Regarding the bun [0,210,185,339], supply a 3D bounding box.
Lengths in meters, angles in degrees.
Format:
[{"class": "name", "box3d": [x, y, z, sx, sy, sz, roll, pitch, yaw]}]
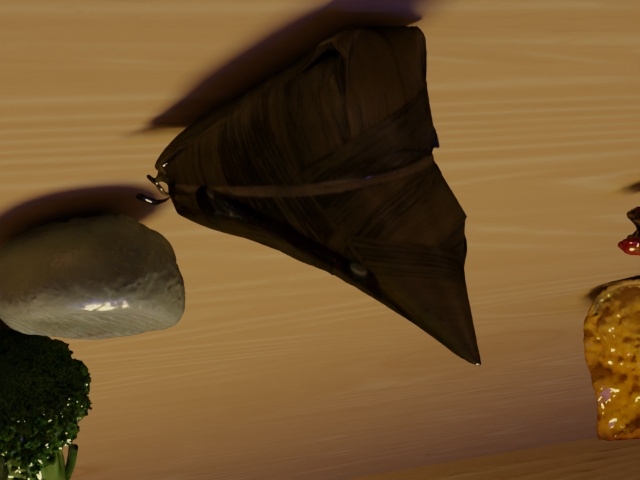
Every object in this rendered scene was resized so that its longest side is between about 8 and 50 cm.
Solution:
[{"class": "bun", "box3d": [-0.163, 0.023, 1.231, 0.141, 0.083, 0.141, -3, 166, -1]}]

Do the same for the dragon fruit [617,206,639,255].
[{"class": "dragon fruit", "box3d": [0.321, -0.019, 1.519, 0.111, 0.153, 0.153, 17, 174, 16]}]

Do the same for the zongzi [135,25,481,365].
[{"class": "zongzi", "box3d": [-0.003, 0.001, 1.036, 0.094, 0.204, 0.205, -11, 169, -47]}]

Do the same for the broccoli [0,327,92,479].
[{"class": "broccoli", "box3d": [-0.293, 0.187, 1.430, 0.269, 0.241, 0.261, -39, -167, 33]}]

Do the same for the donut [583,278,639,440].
[{"class": "donut", "box3d": [0.516, 0.082, 1.970, 0.378, 0.163, 0.435, -3, 161, -42]}]
